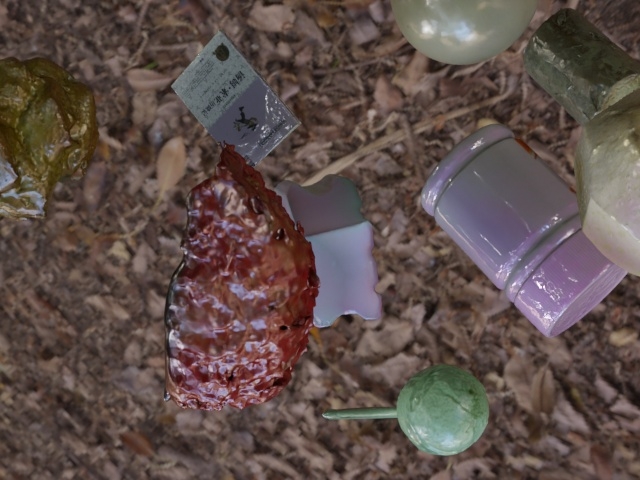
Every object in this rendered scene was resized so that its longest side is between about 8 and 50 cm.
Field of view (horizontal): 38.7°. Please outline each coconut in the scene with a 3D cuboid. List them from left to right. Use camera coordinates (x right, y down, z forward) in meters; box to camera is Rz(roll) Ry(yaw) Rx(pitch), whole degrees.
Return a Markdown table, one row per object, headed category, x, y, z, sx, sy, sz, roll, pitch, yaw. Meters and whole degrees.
| category | x | y | z | sx | sy | sz | roll | pitch | yaw |
| --- | --- | --- | --- | --- | --- | --- | --- | --- | --- |
| coconut | 0.383 | -0.068 | 0.975 | 0.197 | 0.236 | 0.237 | 51 | 134 | 18 |

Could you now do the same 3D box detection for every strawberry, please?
| category | x | y | z | sx | sy | sz | roll | pitch | yaw |
| --- | --- | --- | --- | --- | --- | --- | --- | --- | --- |
| strawberry | -0.042 | 0.032 | 0.566 | 0.085 | 0.140 | 0.192 | 15 | 105 | 6 |

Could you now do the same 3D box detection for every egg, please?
| category | x | y | z | sx | sy | sz | roll | pitch | yaw |
| --- | --- | --- | --- | --- | --- | --- | --- | --- | --- |
| egg | 0.186 | -0.323 | 1.155 | 0.185 | 0.242 | 0.186 | 14 | 128 | 18 |

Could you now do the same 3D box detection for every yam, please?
| category | x | y | z | sx | sy | sz | roll | pitch | yaw |
| --- | --- | --- | --- | --- | --- | --- | --- | --- | --- |
| yam | 0.519 | -0.322 | 1.768 | 0.268 | 0.161 | 0.161 | 56 | 139 | 33 |

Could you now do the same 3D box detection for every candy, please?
| category | x | y | z | sx | sy | sz | roll | pitch | yaw |
| --- | --- | --- | --- | --- | --- | --- | --- | --- | --- |
| candy | 0.103 | 0.252 | 1.333 | 0.119 | 0.119 | 0.440 | 50 | 155 | -5 |

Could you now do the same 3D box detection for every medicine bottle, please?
| category | x | y | z | sx | sy | sz | roll | pitch | yaw |
| --- | --- | --- | --- | --- | --- | --- | --- | --- | --- |
| medicine bottle | 0.336 | -0.019 | 1.495 | 0.316 | 0.202 | 0.202 | 50 | 135 | 23 |

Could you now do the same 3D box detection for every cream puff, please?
| category | x | y | z | sx | sy | sz | roll | pitch | yaw |
| --- | --- | --- | --- | --- | --- | --- | --- | --- | --- |
| cream puff | -0.404 | -0.123 | 1.161 | 0.244 | 0.196 | 0.244 | -3 | 153 | -2 |

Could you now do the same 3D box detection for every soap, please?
| category | x | y | z | sx | sy | sz | roll | pitch | yaw |
| --- | --- | --- | --- | --- | --- | --- | --- | --- | --- |
| soap | 0.000 | 0.000 | 1.375 | 0.109 | 0.324 | 0.193 | -8 | 100 | -8 |

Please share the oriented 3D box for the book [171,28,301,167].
| category | x | y | z | sx | sy | sz | roll | pitch | yaw |
| --- | --- | --- | --- | --- | --- | --- | --- | --- | --- |
| book | -0.127 | -0.201 | 1.338 | 0.127 | 0.014 | 0.182 | -41 | 88 | 28 |
